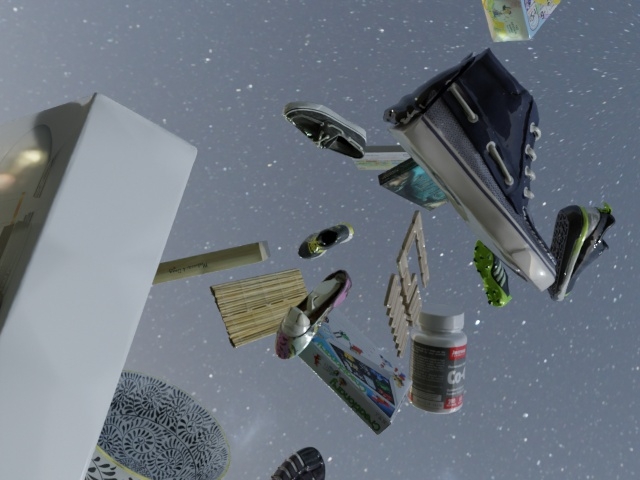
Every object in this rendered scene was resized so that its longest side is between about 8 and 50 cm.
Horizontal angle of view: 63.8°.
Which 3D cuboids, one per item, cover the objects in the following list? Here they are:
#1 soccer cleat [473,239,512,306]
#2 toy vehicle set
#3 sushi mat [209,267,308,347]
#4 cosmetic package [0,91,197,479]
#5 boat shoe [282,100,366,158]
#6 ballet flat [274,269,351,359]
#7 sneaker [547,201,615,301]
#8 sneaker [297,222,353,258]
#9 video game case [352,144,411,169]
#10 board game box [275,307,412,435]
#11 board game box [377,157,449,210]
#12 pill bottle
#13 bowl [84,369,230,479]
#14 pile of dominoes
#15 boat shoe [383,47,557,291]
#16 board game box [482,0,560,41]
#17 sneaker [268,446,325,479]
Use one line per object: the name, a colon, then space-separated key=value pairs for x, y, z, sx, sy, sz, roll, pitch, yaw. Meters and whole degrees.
soccer cleat: x=0.426 y=0.075 z=1.269 sx=0.060 sy=0.072 sz=0.178 roll=-11 pitch=-84 yaw=51
toy vehicle set: x=-0.235 y=0.046 z=0.991 sx=0.267 sy=0.166 sz=0.035 roll=-12 pitch=-89 yaw=1
sushi mat: x=-0.130 y=0.157 z=1.277 sx=0.019 sy=0.317 sz=0.151 roll=-28 pitch=-101 yaw=36
cosmetic package: x=-0.275 y=0.079 z=0.437 sx=0.284 sy=0.097 sz=0.377 roll=3 pitch=-107 yaw=45
boat shoe: x=0.015 y=-0.246 z=1.161 sx=0.078 sy=0.219 sz=0.070 roll=-34 pitch=-133 yaw=51
ballet flat: x=-0.020 y=0.139 z=1.035 sx=0.077 sy=0.221 sz=0.079 roll=34 pitch=-20 yaw=28
sneaker: x=0.482 y=0.030 z=0.951 sx=0.097 sy=0.084 sz=0.234 roll=-4 pitch=-44 yaw=4
sneaker: x=0.000 y=0.000 z=0.645 sx=0.083 sy=0.035 sz=0.031 roll=-30 pitch=-99 yaw=30
video game case: x=0.207 y=-0.240 z=1.492 sx=0.227 sy=0.206 sz=0.026 roll=1 pitch=-95 yaw=13
board game box: x=0.061 y=0.268 z=1.168 sx=0.305 sy=0.193 sz=0.053 roll=44 pitch=-65 yaw=10
board game box: x=0.215 y=-0.114 z=0.998 sx=0.126 sy=0.186 sz=0.026 roll=-27 pitch=-120 yaw=34
pill bottle: x=0.339 y=0.336 z=1.492 sx=0.161 sy=0.161 sz=0.283 roll=7 pitch=-81 yaw=35
bowl: x=-0.186 y=0.216 z=0.524 sx=0.170 sy=0.170 sz=0.080 roll=36 pitch=-84 yaw=22
pile of dominoes: x=0.155 y=0.090 z=0.985 sx=0.040 sy=0.196 sz=0.251 roll=12 pitch=-32 yaw=25
boat shoe: x=0.249 y=-0.091 z=0.687 sx=0.158 sy=0.127 sz=0.340 roll=-42 pitch=-72 yaw=5
board game box: x=0.140 y=-0.211 z=0.308 sx=0.026 sy=0.154 sz=0.103 roll=20 pitch=-26 yaw=46
sneaker: x=-0.120 y=0.510 z=1.015 sx=0.163 sy=0.281 sz=0.106 roll=-21 pitch=-86 yaw=36
